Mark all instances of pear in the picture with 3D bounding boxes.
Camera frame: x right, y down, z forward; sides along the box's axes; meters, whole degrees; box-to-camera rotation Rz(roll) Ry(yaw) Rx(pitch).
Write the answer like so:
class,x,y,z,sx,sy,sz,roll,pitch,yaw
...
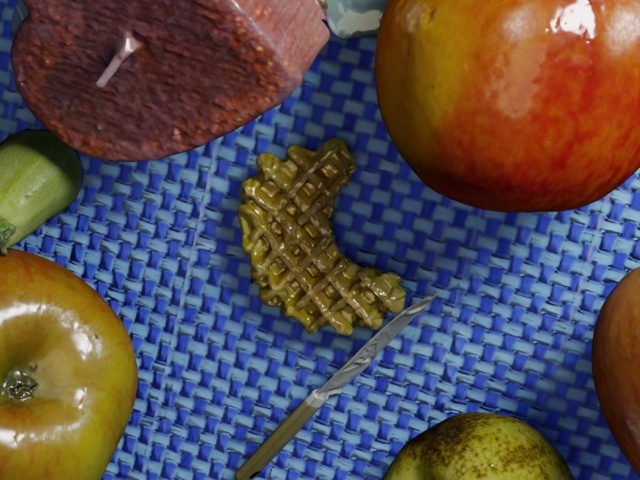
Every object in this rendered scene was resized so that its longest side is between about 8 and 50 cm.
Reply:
class,x,y,z,sx,sy,sz,roll,pitch,yaw
pear,0.156,0.263,1.518,0.197,0.197,0.197,2,106,8

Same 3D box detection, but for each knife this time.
class,x,y,z,sx,sy,sz,roll,pitch,yaw
knife,0.014,0.145,1.576,0.298,0.047,0.017,-48,58,24

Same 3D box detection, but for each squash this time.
class,x,y,z,sx,sy,sz,roll,pitch,yaw
squash,-0.285,-0.032,1.482,0.094,0.224,0.094,1,109,2

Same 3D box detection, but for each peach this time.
class,x,y,z,sx,sy,sz,roll,pitch,yaw
peach,0.181,-0.160,1.361,0.281,0.238,0.281,2,103,11

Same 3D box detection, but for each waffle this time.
class,x,y,z,sx,sy,sz,roll,pitch,yaw
waffle,0.001,-0.001,1.531,0.149,0.051,0.194,-7,105,11

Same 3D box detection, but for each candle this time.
class,x,y,z,sx,sy,sz,roll,pitch,yaw
candle,-0.141,-0.185,1.388,0.287,0.131,0.317,19,139,8

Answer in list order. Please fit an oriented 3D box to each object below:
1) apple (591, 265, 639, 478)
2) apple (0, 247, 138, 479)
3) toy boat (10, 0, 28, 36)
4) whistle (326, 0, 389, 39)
class,x,y,z,sx,sy,sz,roll,pitch,yaw
apple,0.387,0.124,1.376,0.299,0.299,0.275,-20,73,14
apple,-0.316,0.137,1.492,0.301,0.301,0.302,2,106,8
toy boat,-0.251,-0.232,1.515,0.122,0.034,0.096,-15,97,14
whistle,-0.004,-0.370,1.388,0.168,0.188,0.405,-22,134,9
